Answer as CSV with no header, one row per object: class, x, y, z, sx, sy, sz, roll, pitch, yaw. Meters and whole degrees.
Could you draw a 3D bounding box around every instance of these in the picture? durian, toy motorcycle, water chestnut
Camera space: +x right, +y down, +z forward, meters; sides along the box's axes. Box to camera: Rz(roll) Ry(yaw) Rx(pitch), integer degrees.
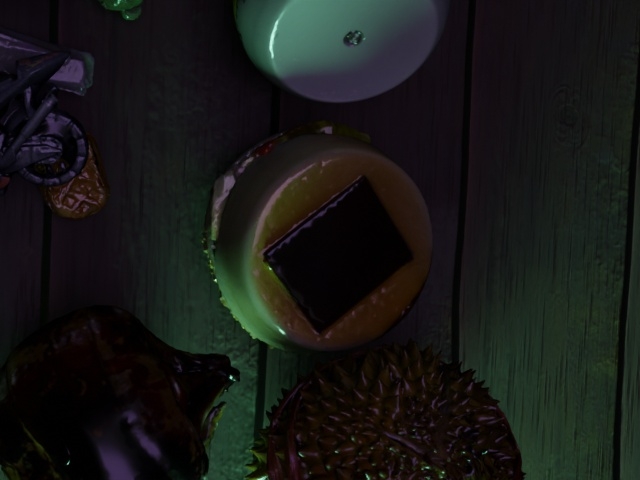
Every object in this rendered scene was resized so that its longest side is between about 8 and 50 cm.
durian,0.081,0.291,1.576,0.347,0.347,0.384,-15,132,-21
toy motorcycle,-0.418,-0.118,1.456,0.307,0.108,0.173,-13,107,-8
water chestnut,-0.240,0.215,1.496,0.244,0.289,0.289,-29,107,-52

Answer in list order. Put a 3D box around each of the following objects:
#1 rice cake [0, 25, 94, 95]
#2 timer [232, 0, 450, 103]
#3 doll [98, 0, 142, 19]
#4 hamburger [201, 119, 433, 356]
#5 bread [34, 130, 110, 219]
rice cake,-0.387,-0.230,1.501,0.270,0.049,0.055,15,110,-23
timer,0.014,-0.332,1.585,0.285,0.285,0.285,-2,95,-23
doll,-0.230,-0.347,1.551,0.115,0.077,0.150,26,72,-33
hamburger,0.000,0.000,1.621,0.302,0.170,0.302,-4,100,-22
bread,-0.298,-0.079,1.552,0.083,0.044,0.111,-19,104,-19
